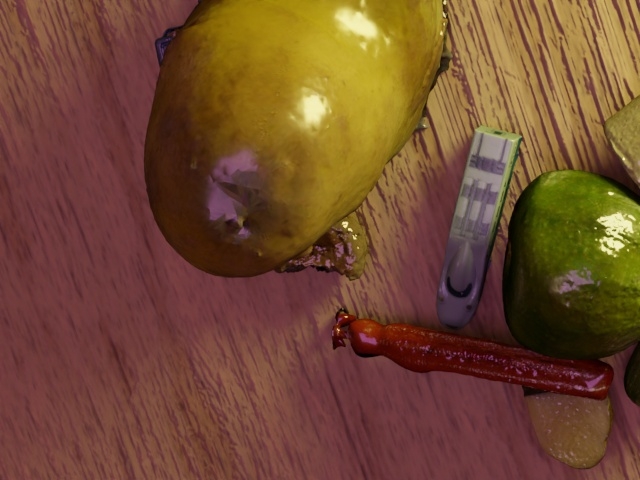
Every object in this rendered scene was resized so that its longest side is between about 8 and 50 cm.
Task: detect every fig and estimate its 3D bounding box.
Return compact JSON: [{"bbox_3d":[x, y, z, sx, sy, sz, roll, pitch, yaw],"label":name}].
[{"bbox_3d":[0.309,0.029,1.435,0.235,0.203,0.203,5,102,5],"label":"fig"}]

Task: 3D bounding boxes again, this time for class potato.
[{"bbox_3d":[-0.014,-0.140,1.399,0.290,0.296,0.397,41,105,-15],"label":"potato"},{"bbox_3d":[0.279,0.194,1.540,0.096,0.066,0.103,-2,104,24],"label":"potato"}]

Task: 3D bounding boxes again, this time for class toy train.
[{"bbox_3d":[0.168,-0.007,1.534,0.052,0.051,0.234,17,105,15],"label":"toy train"}]

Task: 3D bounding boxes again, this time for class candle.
[{"bbox_3d":[0.161,0.129,1.529,0.329,0.048,0.051,9,123,28],"label":"candle"}]

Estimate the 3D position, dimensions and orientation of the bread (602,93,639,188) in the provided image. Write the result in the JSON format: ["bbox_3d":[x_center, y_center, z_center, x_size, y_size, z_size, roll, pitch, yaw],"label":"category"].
[{"bbox_3d":[0.384,-0.102,1.416,0.141,0.134,0.148,-40,100,18],"label":"bread"}]

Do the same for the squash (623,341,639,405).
[{"bbox_3d":[0.396,0.076,1.483,0.069,0.069,0.239,28,109,8],"label":"squash"}]

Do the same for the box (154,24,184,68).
[{"bbox_3d":[-0.137,-0.209,1.564,0.099,0.054,0.074,-9,97,18],"label":"box"}]

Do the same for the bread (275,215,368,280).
[{"bbox_3d":[0.000,0.000,1.575,0.113,0.060,0.082,8,104,11],"label":"bread"}]

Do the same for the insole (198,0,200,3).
[{"bbox_3d":[-0.112,-0.223,1.586,0.064,0.004,0.188,-2,101,15],"label":"insole"}]
